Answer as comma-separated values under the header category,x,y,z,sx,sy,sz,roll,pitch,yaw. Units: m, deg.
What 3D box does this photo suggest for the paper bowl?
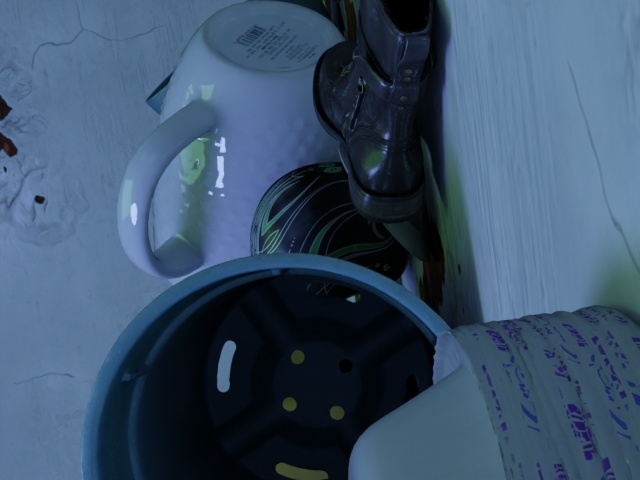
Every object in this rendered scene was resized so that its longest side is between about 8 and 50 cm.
category,x,y,z,sx,sy,sz,roll,pitch,yaw
paper bowl,0.098,0.180,0.648,0.284,0.148,0.284,172,90,-88

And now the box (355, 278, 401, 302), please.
category,x,y,z,sx,sy,sz,roll,pitch,yaw
box,0.074,0.098,1.621,0.059,0.054,0.168,-105,7,-64

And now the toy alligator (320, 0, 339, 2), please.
category,x,y,z,sx,sy,sz,roll,pitch,yaw
toy alligator,0.014,-0.335,1.592,0.051,0.056,0.189,-58,-1,-7

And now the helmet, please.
category,x,y,z,sx,sy,sz,roll,pitch,yaw
helmet,0.000,0.000,1.471,0.169,0.162,0.169,159,90,-79

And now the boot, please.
category,x,y,z,sx,sy,sz,roll,pitch,yaw
boot,0.055,-0.168,1.152,0.263,0.091,0.229,-108,14,-46

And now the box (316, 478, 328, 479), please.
category,x,y,z,sx,sy,sz,roll,pitch,yaw
box,0.056,0.336,1.448,0.077,0.180,0.147,-115,17,-83

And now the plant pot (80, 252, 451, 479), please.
category,x,y,z,sx,sy,sz,roll,pitch,yaw
plant pot,-0.013,0.163,1.227,0.334,0.341,0.341,-51,-48,-83

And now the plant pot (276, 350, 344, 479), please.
category,x,y,z,sx,sy,sz,roll,pitch,yaw
plant pot,0.015,0.246,1.860,0.212,0.187,0.212,-105,6,-63

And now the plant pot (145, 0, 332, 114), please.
category,x,y,z,sx,sy,sz,roll,pitch,yaw
plant pot,-0.077,-0.229,1.879,0.195,0.290,0.290,46,-176,-11

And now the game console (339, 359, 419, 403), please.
category,x,y,z,sx,sy,sz,roll,pitch,yaw
game console,0.071,0.243,1.612,0.213,0.044,0.361,27,139,56

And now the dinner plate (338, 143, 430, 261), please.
category,x,y,z,sx,sy,sz,roll,pitch,yaw
dinner plate,0.066,-0.040,1.261,0.141,0.017,0.141,50,-166,-17

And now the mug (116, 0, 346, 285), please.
category,x,y,z,sx,sy,sz,roll,pitch,yaw
mug,-0.100,-0.093,1.607,0.276,0.374,0.328,32,136,27
